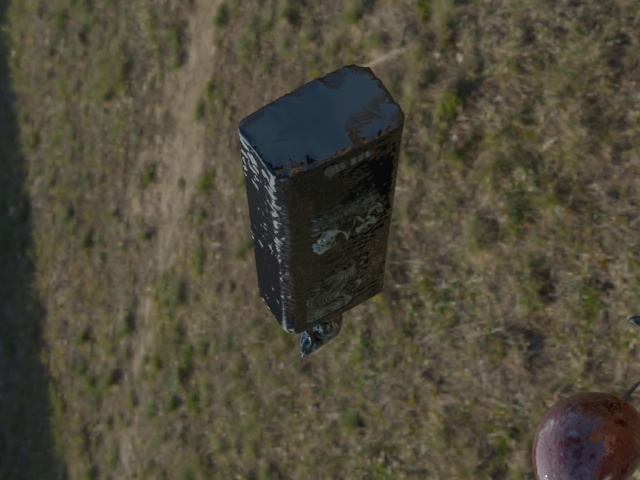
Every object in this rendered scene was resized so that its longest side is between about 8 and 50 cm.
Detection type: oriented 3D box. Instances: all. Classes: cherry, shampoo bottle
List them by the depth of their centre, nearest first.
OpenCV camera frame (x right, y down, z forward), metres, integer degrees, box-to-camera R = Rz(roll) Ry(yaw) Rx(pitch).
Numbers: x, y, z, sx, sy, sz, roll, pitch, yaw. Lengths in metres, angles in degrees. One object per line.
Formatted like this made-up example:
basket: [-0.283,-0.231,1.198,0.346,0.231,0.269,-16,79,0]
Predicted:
shampoo bottle: [0.001,0.000,0.692,0.071,0.098,0.309,53,163,23]
cherry: [0.273,0.164,0.879,0.225,0.090,0.107,-51,-2,-34]
